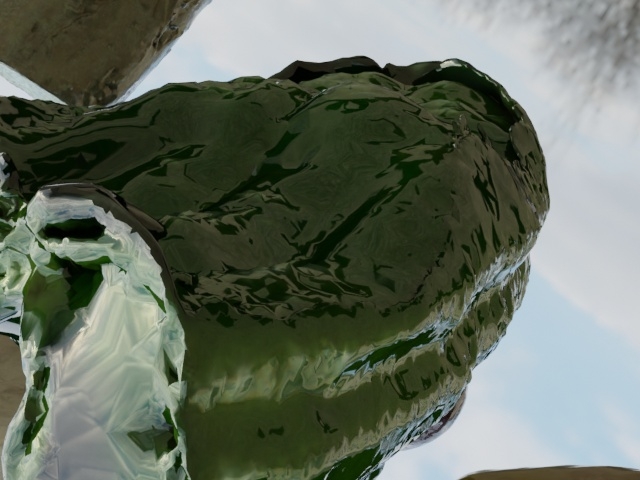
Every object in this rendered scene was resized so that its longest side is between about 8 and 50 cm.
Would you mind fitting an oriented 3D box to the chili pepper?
[{"bbox_3d":[-0.032,0.021,0.625,0.213,0.167,0.385,5,-170,18],"label":"chili pepper"}]

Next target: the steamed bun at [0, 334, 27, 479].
[{"bbox_3d":[-0.214,0.189,1.301,0.324,0.206,0.324,0,-162,0],"label":"steamed bun"}]

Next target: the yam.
[{"bbox_3d":[-0.180,-0.225,1.446,0.161,0.268,0.161,35,165,11],"label":"yam"}]

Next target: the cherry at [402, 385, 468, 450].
[{"bbox_3d":[0.064,0.118,1.576,0.140,0.176,0.176,28,-161,-23],"label":"cherry"}]

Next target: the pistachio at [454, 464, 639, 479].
[{"bbox_3d":[0.231,0.292,1.519,0.288,0.166,0.197,-3,-162,-14],"label":"pistachio"}]
